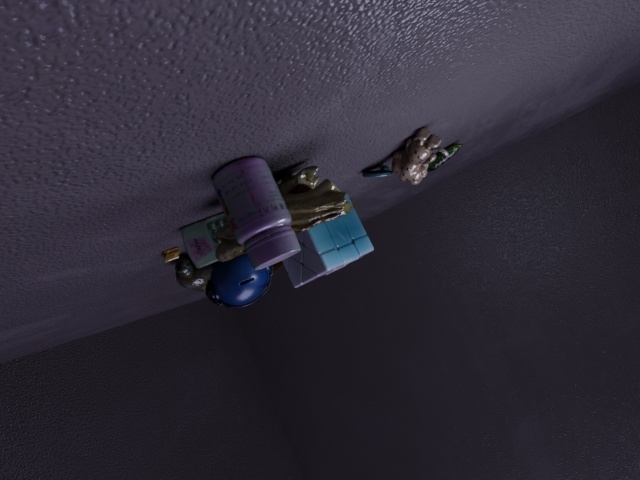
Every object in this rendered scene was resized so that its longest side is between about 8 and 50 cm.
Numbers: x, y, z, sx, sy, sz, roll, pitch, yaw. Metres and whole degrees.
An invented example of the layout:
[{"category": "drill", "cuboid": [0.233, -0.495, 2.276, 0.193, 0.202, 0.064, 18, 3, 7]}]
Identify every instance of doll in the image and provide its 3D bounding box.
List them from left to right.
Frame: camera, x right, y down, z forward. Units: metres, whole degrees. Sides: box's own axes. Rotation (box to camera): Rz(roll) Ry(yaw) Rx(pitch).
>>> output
[{"category": "doll", "cuboid": [-0.343, 0.118, 1.631, 0.283, 0.310, 0.240, -22, 172, -22]}, {"category": "doll", "cuboid": [0.365, -0.310, 1.525, 0.119, 0.154, 0.278, -51, -178, -21]}]

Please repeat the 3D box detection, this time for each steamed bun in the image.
[{"category": "steamed bun", "cuboid": [-0.111, -0.099, 1.199, 0.427, 0.190, 0.247, -21, 179, 21]}]

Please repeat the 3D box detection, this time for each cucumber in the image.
[{"category": "cucumber", "cuboid": [0.601, -0.411, 1.994, 0.069, 0.069, 0.227, -18, 167, -48]}]

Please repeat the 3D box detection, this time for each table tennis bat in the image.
[{"category": "table tennis bat", "cuboid": [0.250, -0.285, 1.690, 0.124, 0.034, 0.201, 4, -164, 25]}]

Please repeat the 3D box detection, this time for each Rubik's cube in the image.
[{"category": "Rubik's cube", "cuboid": [0.000, 0.000, 1.937, 0.315, 0.322, 0.318, -18, 171, -37]}]

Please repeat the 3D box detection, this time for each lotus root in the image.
[{"category": "lotus root", "cuboid": [-0.540, 0.149, 1.797, 0.174, 0.175, 0.349, -25, 171, 7]}]

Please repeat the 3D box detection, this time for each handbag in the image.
[{"category": "handbag", "cuboid": [-0.563, 0.053, 1.529, 0.061, 0.027, 0.083, -21, 172, -28]}]

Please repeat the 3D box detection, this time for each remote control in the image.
[{"category": "remote control", "cuboid": [-0.280, -0.033, 1.347, 0.343, 0.145, 0.050, -24, 179, -16]}]

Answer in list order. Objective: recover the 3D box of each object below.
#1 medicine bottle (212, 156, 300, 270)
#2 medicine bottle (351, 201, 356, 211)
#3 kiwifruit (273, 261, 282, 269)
[{"category": "medicine bottle", "cuboid": [-0.156, -0.066, 1.010, 0.151, 0.255, 0.152, -25, 175, -3]}, {"category": "medicine bottle", "cuboid": [0.135, -0.149, 2.246, 0.096, 0.097, 0.192, -23, 174, -11]}, {"category": "kiwifruit", "cuboid": [-0.273, 0.067, 2.051, 0.195, 0.196, 0.233, -30, 175, 41]}]
